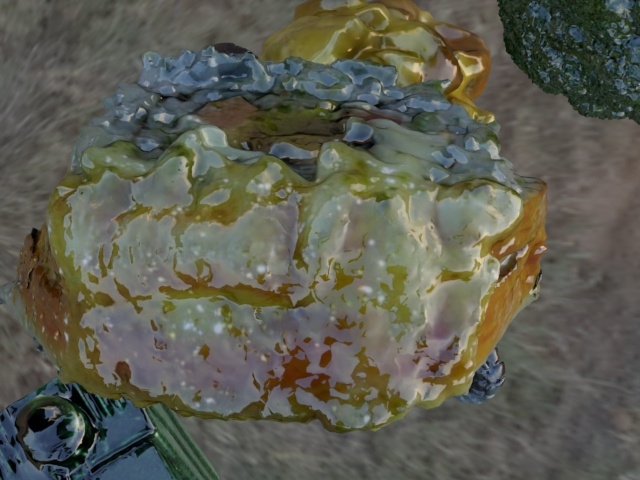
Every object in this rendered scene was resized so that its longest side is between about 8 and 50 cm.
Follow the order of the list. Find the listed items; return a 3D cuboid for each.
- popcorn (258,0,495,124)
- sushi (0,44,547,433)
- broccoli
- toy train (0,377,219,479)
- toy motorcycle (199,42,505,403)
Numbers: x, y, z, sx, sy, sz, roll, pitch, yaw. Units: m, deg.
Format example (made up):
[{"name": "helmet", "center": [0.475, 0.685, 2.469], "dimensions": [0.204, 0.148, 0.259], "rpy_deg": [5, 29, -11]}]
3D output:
[{"name": "popcorn", "center": [0.016, -0.091, 1.770], "dimensions": [0.332, 0.265, 0.225], "rpy_deg": [-35, 71, 0]}, {"name": "sushi", "center": [-0.030, -0.003, 0.922], "dimensions": [0.274, 0.184, 0.139], "rpy_deg": [5, 116, 4]}, {"name": "broccoli", "center": [0.273, -0.220, 1.562], "dimensions": [0.283, 0.321, 0.304], "rpy_deg": [-32, 141, -3]}, {"name": "toy train", "center": [-0.128, 0.204, 1.317], "dimensions": [0.138, 0.330, 0.178], "rpy_deg": [-32, 65, -4]}, {"name": "toy motorcycle", "center": [0.000, 0.000, 1.319], "dimensions": [0.108, 0.173, 0.307], "rpy_deg": [-40, 92, -27]}]
